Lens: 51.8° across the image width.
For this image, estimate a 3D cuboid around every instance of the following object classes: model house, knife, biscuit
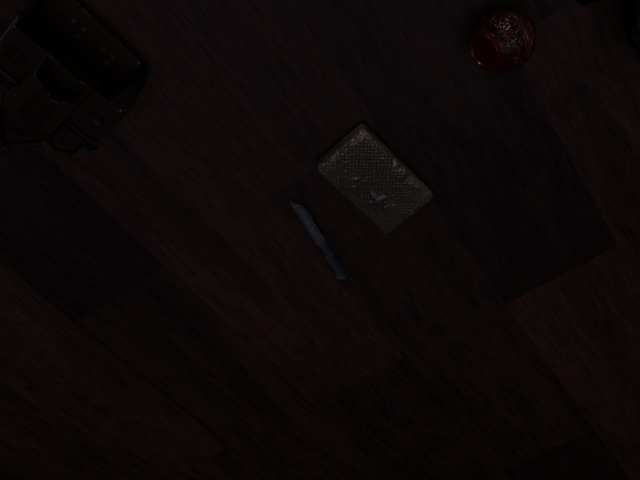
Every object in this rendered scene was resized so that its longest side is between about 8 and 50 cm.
[{"bbox_3d":[-0.433,-0.215,1.018,0.243,0.204,0.211,-29,122,35],"label":"model house"},{"bbox_3d":[0.000,0.000,1.274,0.028,0.015,0.210,-21,122,18],"label":"knife"},{"bbox_3d":[0.099,-0.109,1.192,0.121,0.040,0.199,-38,118,23],"label":"biscuit"}]

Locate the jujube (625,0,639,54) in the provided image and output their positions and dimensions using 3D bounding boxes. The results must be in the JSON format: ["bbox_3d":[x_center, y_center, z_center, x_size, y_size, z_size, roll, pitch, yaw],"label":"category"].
[{"bbox_3d":[0.592,-0.373,0.938,0.226,0.226,0.316,22,115,-16],"label":"jujube"}]

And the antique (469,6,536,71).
[{"bbox_3d":[0.289,-0.314,1.031,0.104,0.104,0.104,-1,124,-2],"label":"antique"}]

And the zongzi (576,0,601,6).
[{"bbox_3d":[0.329,-0.495,0.866,0.288,0.134,0.285,26,93,-12],"label":"zongzi"}]
